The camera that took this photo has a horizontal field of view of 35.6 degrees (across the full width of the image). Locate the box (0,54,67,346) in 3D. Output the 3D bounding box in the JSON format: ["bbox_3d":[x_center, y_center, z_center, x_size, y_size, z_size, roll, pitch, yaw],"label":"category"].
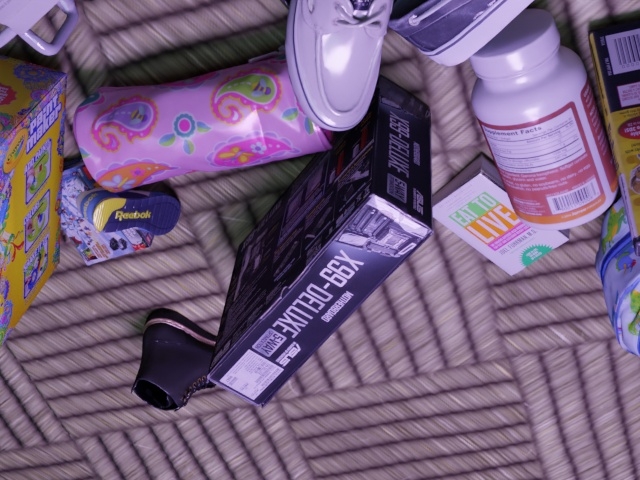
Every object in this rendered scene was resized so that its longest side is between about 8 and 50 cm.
[{"bbox_3d":[-0.456,-0.067,1.109,0.289,0.177,0.279,16,127,2],"label":"box"}]

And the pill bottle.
[{"bbox_3d":[0.231,-0.127,1.050,0.121,0.121,0.216,-17,122,17],"label":"pill bottle"}]

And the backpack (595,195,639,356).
[{"bbox_3d":[0.473,0.016,1.048,0.355,0.273,0.290,-1,148,15],"label":"backpack"}]

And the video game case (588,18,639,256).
[{"bbox_3d":[0.420,-0.125,0.964,0.274,0.248,0.035,-11,154,13],"label":"video game case"}]

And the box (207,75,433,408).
[{"bbox_3d":[0.000,0.000,1.092,0.076,0.242,0.307,31,123,-16],"label":"box"}]

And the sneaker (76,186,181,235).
[{"bbox_3d":[-0.225,-0.039,1.178,0.059,0.144,0.053,23,100,34],"label":"sneaker"}]

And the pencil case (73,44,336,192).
[{"bbox_3d":[-0.120,-0.132,1.087,0.284,0.124,0.124,-11,125,13],"label":"pencil case"}]

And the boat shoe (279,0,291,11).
[{"bbox_3d":[-0.016,-0.273,0.998,0.081,0.069,0.228,-34,117,26],"label":"boat shoe"}]

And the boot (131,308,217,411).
[{"bbox_3d":[-0.155,0.190,1.312,0.197,0.137,0.077,26,125,-14],"label":"boot"}]

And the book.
[{"bbox_3d":[0.210,-0.025,1.181,0.144,0.035,0.096,34,132,-19],"label":"book"}]

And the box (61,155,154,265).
[{"bbox_3d":[-0.278,-0.038,1.224,0.094,0.027,0.137,-15,124,17],"label":"box"}]

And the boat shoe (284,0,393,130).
[{"bbox_3d":[0.029,-0.234,0.940,0.096,0.088,0.268,4,103,-19],"label":"boat shoe"}]

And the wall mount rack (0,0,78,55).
[{"bbox_3d":[-0.296,-0.341,0.928,0.350,0.130,0.304,-27,124,35],"label":"wall mount rack"}]

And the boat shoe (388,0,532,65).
[{"bbox_3d":[0.177,-0.295,0.929,0.102,0.108,0.301,24,130,-32],"label":"boat shoe"}]
